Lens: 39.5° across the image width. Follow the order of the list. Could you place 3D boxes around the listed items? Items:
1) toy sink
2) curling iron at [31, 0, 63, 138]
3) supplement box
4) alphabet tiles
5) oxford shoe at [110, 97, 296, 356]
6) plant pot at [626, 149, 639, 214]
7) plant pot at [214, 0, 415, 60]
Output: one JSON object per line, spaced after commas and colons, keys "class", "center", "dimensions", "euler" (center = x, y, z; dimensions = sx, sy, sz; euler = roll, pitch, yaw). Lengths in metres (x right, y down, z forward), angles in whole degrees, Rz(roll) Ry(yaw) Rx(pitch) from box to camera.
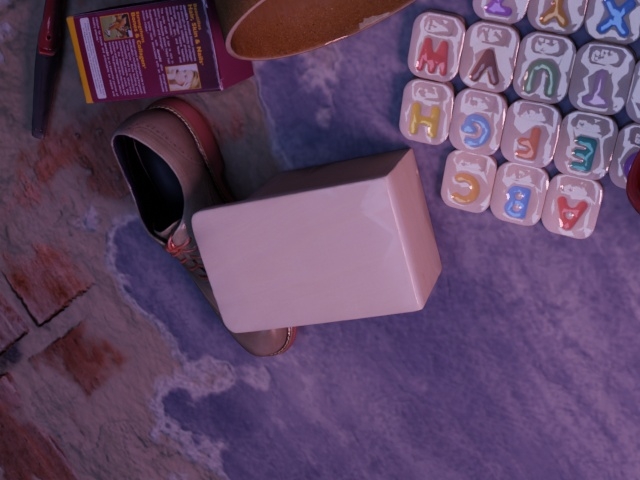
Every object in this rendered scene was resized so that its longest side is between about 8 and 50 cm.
{"class": "toy sink", "center": [0.000, 0.000, 1.008], "dimensions": [0.234, 0.131, 0.153], "euler": [-10, 107, 22]}
{"class": "curling iron", "center": [-0.325, -0.242, 1.104], "dimensions": [0.068, 0.035, 0.274], "euler": [32, 120, 9]}
{"class": "supplement box", "center": [-0.183, -0.222, 1.023], "dimensions": [0.188, 0.081, 0.104], "euler": [-1, 110, 24]}
{"class": "alphabet tiles", "center": [0.222, -0.144, 0.913], "dimensions": [0.284, 0.021, 0.278], "euler": [15, 117, 17]}
{"class": "oxford shoe", "center": [-0.149, 0.005, 1.074], "dimensions": [0.123, 0.130, 0.348], "euler": [-25, 100, 30]}
{"class": "plant pot", "center": [0.441, -0.025, 0.740], "dimensions": [0.275, 0.275, 0.243], "euler": [-34, 104, 31]}
{"class": "plant pot", "center": [-0.027, -0.336, 0.841], "dimensions": [0.237, 0.237, 0.254], "euler": [-25, 86, 30]}
